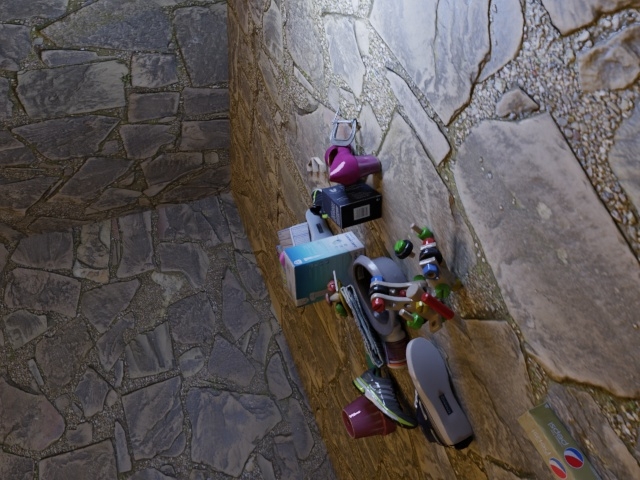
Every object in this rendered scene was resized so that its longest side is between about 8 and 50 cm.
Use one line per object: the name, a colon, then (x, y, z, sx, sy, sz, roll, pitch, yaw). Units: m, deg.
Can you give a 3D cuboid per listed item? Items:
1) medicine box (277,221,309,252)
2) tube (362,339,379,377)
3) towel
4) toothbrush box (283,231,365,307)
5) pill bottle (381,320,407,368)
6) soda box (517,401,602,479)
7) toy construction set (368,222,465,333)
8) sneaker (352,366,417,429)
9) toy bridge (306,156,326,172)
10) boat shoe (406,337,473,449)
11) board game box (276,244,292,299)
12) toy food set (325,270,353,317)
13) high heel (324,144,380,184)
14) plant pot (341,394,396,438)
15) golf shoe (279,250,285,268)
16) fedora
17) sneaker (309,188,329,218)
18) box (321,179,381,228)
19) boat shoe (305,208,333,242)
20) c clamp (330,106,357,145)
medicine box: (-0.086, 0.064, 2.295, 0.263, 0.149, 0.289, 171, 85, -71)
tube: (0.217, 0.498, 1.927, 0.080, 0.052, 0.207, -129, 24, -60)
towel: (0.169, 0.327, 1.725, 0.324, 0.056, 0.312, 51, -162, -72)
toothbrush box: (0.017, 0.113, 1.807, 0.126, 0.295, 0.216, -125, 26, -49)
pill bottle: (0.264, 0.367, 1.622, 0.086, 0.086, 0.152, -165, 62, -69)
soda box: (0.518, 0.454, 1.001, 0.061, 0.058, 0.181, 98, 150, -50)
toy construction set: (0.298, 0.154, 1.221, 0.237, 0.257, 0.309, 35, -167, -18)
sneaker: (0.261, 0.607, 1.782, 0.300, 0.121, 0.111, 36, 165, 33)
toy bridge: (-0.023, -0.331, 2.000, 0.188, 0.026, 0.063, -154, 54, -66)
boat shoe: (0.333, 0.481, 1.439, 0.158, 0.127, 0.341, -46, 61, 60)
board game box: (-0.138, 0.160, 2.531, 0.142, 0.144, 0.275, -143, 41, -61)
toy food set: (0.061, 0.221, 1.752, 0.128, 0.071, 0.218, -101, -13, -46)
high heel: (0.045, -0.271, 1.604, 0.377, 0.181, 0.127, -153, 51, -66)
plant pot: (0.197, 0.756, 1.971, 0.201, 0.180, 0.201, 164, 90, -72)
golf shoe: (-0.059, 0.104, 2.071, 0.115, 0.306, 0.140, -53, 33, 21)
fedora: (0.217, 0.166, 1.537, 0.275, 0.124, 0.244, 66, 162, 7)
sneaker: (-0.008, -0.158, 1.977, 0.235, 0.097, 0.084, -135, 35, -56)
box: (0.106, -0.128, 1.582, 0.158, 0.156, 0.093, -130, 30, -52)
boat shoe: (-0.004, 0.001, 2.074, 0.105, 0.113, 0.306, 93, 158, -58)
c clamp: (0.079, -0.395, 1.596, 0.160, 0.022, 0.137, 31, 102, 53)
